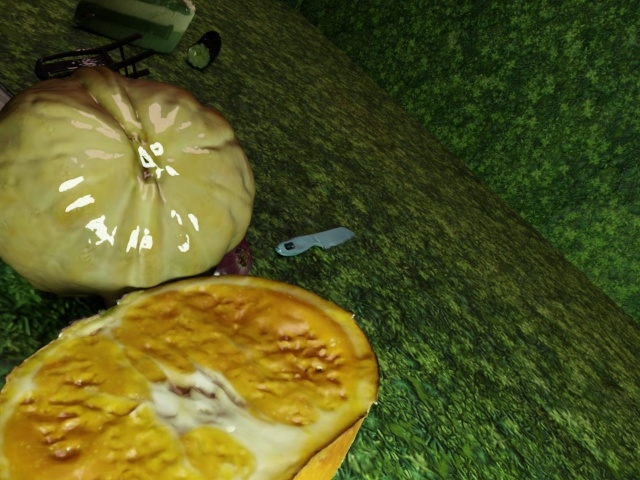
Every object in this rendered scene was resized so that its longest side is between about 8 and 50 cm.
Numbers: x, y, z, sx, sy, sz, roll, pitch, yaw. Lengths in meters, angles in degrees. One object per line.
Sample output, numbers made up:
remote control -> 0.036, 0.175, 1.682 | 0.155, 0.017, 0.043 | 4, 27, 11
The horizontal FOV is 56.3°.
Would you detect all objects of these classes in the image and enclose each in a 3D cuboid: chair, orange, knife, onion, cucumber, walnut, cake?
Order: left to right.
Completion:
chair -> -0.426, -0.315, 1.154 | 0.212, 0.101, 0.084 | -25, 55, -21
walnut -> -0.224, -0.051, 0.677 | 0.296, 0.285, 0.285 | -10, 47, -30
cake -> -0.437, -0.545, 1.443 | 0.172, 0.158, 0.283 | 36, 25, -4
orange -> -0.100, 0.143, 0.519 | 0.274, 0.274, 0.310 | 35, 67, -2
cucumber -> -0.321, -0.555, 1.715 | 0.072, 0.072, 0.300 | 29, 25, -14
onion -> -0.149, 0.027, 0.850 | 0.115, 0.104, 0.115 | 19, 67, -53
knife -> 0.000, 0.000, 1.192 | 0.044, 0.019, 0.313 | 50, 26, 12

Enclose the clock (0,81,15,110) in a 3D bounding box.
clock -> -0.496, -0.182, 0.802 | 0.192, 0.071, 0.147 | 41, 24, 12
